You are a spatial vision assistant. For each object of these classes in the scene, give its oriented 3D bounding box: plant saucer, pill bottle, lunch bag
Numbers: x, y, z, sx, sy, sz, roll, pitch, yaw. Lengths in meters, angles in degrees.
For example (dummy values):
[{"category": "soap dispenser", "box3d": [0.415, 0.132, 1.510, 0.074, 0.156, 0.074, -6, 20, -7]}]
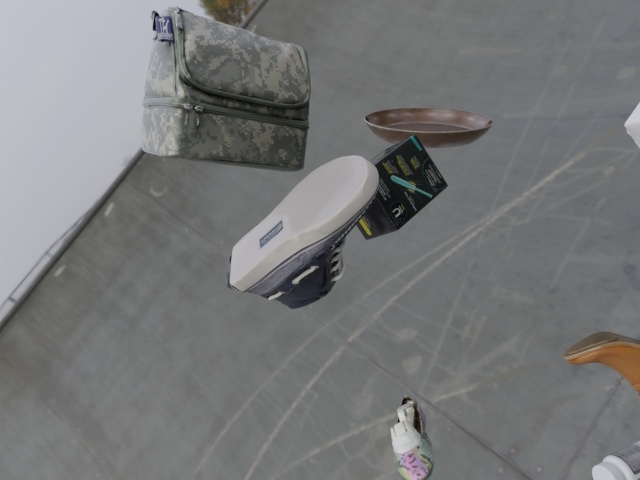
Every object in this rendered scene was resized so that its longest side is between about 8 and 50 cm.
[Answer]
[{"category": "plant saucer", "box3d": [0.262, -0.279, 1.235, 0.310, 0.311, 0.050, -91, 0, -67]}, {"category": "pill bottle", "box3d": [0.655, 0.486, 1.063, 0.137, 0.078, 0.078, -13, 4, -18]}, {"category": "lunch bag", "box3d": [-0.174, -0.270, 0.941, 0.213, 0.305, 0.255, 17, 103, 55]}]

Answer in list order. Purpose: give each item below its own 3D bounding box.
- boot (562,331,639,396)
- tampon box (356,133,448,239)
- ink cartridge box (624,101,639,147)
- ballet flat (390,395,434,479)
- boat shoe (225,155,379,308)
[{"category": "boot", "box3d": [0.554, 0.234, 0.886, 0.197, 0.152, 0.073, -23, -1, 25]}, {"category": "tampon box", "box3d": [0.129, -0.099, 0.933, 0.161, 0.120, 0.101, -39, 10, -30]}, {"category": "ink cartridge box", "box3d": [0.557, -0.144, 0.635, 0.100, 0.172, 0.237, -53, 16, -10]}, {"category": "ballet flat", "box3d": [0.169, 0.368, 0.961, 0.077, 0.079, 0.221, -24, 6, 13]}, {"category": "boat shoe", "box3d": [0.000, 0.000, 0.839, 0.341, 0.158, 0.127, -34, 43, 34]}]
